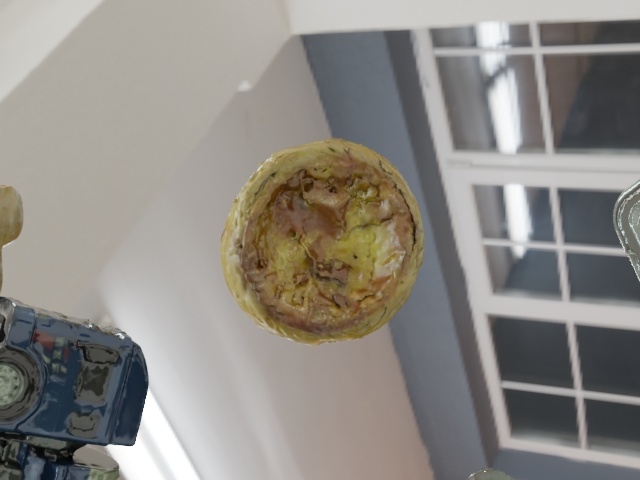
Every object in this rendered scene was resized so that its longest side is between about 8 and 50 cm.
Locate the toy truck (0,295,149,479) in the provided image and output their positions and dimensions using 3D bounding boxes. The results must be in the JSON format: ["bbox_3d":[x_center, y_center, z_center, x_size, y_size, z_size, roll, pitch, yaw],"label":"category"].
[{"bbox_3d":[-0.137,0.131,0.428,0.088,0.074,0.201,16,-97,-24],"label":"toy truck"}]

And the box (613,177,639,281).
[{"bbox_3d":[0.185,-0.008,0.365,0.062,0.122,0.089,-1,-120,-31],"label":"box"}]

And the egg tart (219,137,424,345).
[{"bbox_3d":[0.000,0.000,1.307,0.115,0.290,0.290,-172,85,-72],"label":"egg tart"}]

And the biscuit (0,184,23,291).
[{"bbox_3d":[-0.313,-0.040,0.750,0.234,0.030,0.153,62,-157,-50],"label":"biscuit"}]

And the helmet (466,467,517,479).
[{"bbox_3d":[0.151,0.285,0.840,0.153,0.177,0.107,24,-135,-32],"label":"helmet"}]
